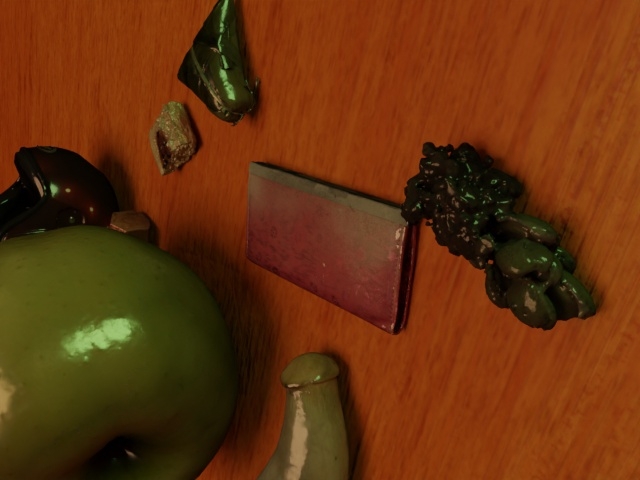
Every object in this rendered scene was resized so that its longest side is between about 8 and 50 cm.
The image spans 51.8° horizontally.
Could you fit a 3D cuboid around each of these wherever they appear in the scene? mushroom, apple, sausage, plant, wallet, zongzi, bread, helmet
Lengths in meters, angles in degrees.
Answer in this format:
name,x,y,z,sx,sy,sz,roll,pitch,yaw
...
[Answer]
name,x,y,z,sx,sy,sz,roll,pitch,yaw
mushroom,-0.022,0.251,0.693,0.118,0.103,0.270,33,112,36
apple,-0.271,0.153,0.778,0.357,0.357,0.357,13,108,47
sausage,-0.293,0.041,0.979,0.065,0.065,0.169,42,128,36
plant,0.125,-0.005,0.480,0.174,0.085,0.087,52,172,24
wallet,0.000,0.000,0.661,0.232,0.025,0.119,23,114,44
zongzi,-0.098,-0.198,0.716,0.109,0.055,0.119,48,120,28
bread,-0.193,-0.131,0.849,0.083,0.035,0.070,-37,69,50
helmet,-0.402,-0.035,0.988,0.189,0.193,0.216,24,121,54
